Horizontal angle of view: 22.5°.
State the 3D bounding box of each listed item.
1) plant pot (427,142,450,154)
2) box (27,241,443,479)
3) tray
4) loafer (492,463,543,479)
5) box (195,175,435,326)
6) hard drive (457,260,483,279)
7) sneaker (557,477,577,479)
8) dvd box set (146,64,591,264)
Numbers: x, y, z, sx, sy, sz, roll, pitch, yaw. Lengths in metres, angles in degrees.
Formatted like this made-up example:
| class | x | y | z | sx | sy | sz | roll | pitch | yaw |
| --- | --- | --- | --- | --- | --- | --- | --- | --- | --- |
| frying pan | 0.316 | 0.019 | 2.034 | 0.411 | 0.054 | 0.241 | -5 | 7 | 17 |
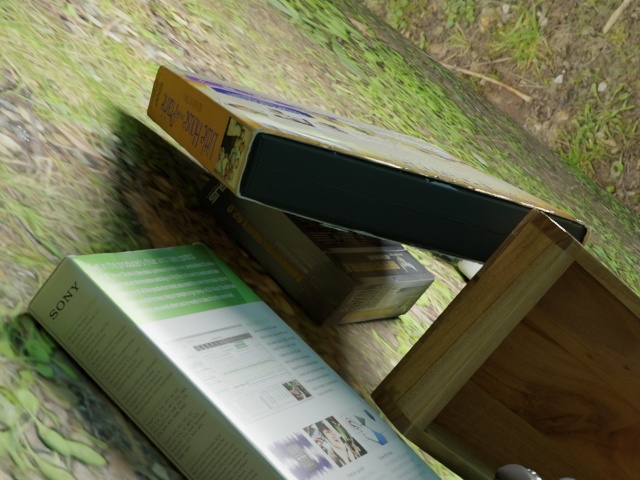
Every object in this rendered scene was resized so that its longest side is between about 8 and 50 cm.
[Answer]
| class | x | y | z | sx | sy | sz | roll | pitch | yaw |
| --- | --- | --- | --- | --- | --- | --- | --- | --- | --- |
| plant pot | 0.153 | -0.044 | 2.030 | 0.134 | 0.095 | 0.134 | 38 | 15 | -12 |
| box | -0.038 | 0.131 | 1.157 | 0.322 | 0.058 | 0.232 | 46 | 16 | 13 |
| tray | 0.249 | 0.166 | 1.368 | 0.411 | 0.203 | 0.076 | 39 | 5 | -33 |
| loafer | 0.133 | 0.278 | 0.984 | 0.134 | 0.130 | 0.366 | 53 | 12 | -27 |
| box | 0.000 | 0.000 | 1.610 | 0.183 | 0.056 | 0.231 | 45 | 17 | 16 |
| hard drive | 0.338 | 0.141 | 1.961 | 0.233 | 0.047 | 0.353 | 28 | 12 | -38 |
| sneaker | 0.229 | 0.305 | 1.169 | 0.210 | 0.137 | 0.366 | 33 | 11 | -23 |
| dvd box set | 0.024 | -0.069 | 1.472 | 0.307 | 0.062 | 0.420 | 14 | 9 | -19 |
